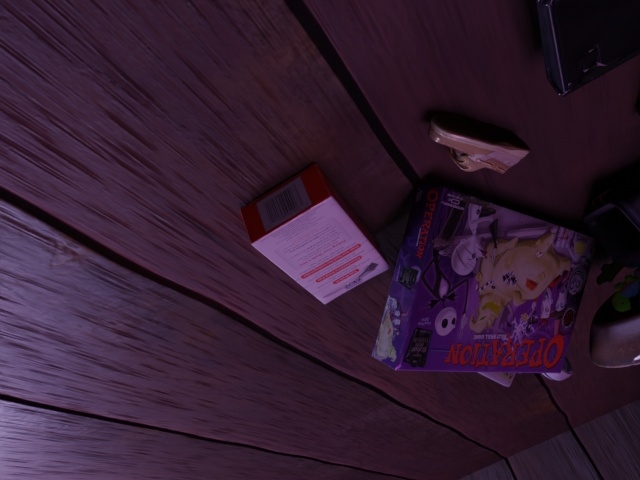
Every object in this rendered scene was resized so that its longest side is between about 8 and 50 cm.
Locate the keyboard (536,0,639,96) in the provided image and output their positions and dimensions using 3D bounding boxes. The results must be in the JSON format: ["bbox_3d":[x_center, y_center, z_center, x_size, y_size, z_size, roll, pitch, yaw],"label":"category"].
[{"bbox_3d":[0.333,-0.221,0.425,0.317,0.033,0.201,-29,143,14],"label":"keyboard"}]

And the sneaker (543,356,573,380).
[{"bbox_3d":[0.389,0.210,0.959,0.091,0.094,0.258,-32,164,18],"label":"sneaker"}]

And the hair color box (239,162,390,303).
[{"bbox_3d":[0.000,0.000,0.573,0.093,0.053,0.167,-30,142,10],"label":"hair color box"}]

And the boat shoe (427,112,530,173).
[{"bbox_3d":[0.156,-0.092,0.534,0.135,0.050,0.045,7,131,-33],"label":"boat shoe"}]

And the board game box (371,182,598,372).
[{"bbox_3d":[0.229,0.065,0.681,0.347,0.056,0.208,11,99,-37],"label":"board game box"}]

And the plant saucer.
[{"bbox_3d":[0.496,0.064,0.723,0.311,0.050,0.310,-34,171,-6],"label":"plant saucer"}]

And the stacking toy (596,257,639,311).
[{"bbox_3d":[0.487,0.007,0.736,0.221,0.052,0.167,-49,169,21],"label":"stacking toy"}]

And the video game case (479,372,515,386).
[{"bbox_3d":[0.284,0.115,0.801,0.212,0.023,0.193,32,82,-49],"label":"video game case"}]

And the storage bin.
[{"bbox_3d":[0.426,-0.038,0.706,0.091,0.098,0.135,-37,168,3],"label":"storage bin"}]

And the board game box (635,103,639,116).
[{"bbox_3d":[0.434,-0.182,0.528,0.186,0.026,0.126,-26,174,8],"label":"board game box"}]
